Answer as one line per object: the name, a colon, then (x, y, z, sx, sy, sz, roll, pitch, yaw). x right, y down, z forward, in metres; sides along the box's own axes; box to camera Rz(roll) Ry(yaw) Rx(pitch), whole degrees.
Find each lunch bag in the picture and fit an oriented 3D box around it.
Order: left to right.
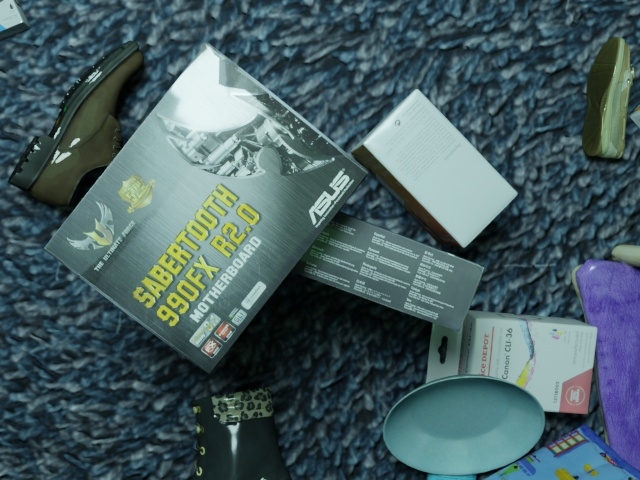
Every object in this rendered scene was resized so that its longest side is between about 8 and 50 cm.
lunch bag: (0.311, 0.426, 0.862, 0.221, 0.138, 0.293, -24, 115, -10)

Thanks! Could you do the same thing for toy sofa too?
toy sofa: (0.453, 0.183, 0.845, 0.177, 0.150, 0.362, -9, 93, -4)

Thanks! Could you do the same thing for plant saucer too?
plant saucer: (0.173, 0.218, 0.825, 0.195, 0.037, 0.195, 0, 128, 0)

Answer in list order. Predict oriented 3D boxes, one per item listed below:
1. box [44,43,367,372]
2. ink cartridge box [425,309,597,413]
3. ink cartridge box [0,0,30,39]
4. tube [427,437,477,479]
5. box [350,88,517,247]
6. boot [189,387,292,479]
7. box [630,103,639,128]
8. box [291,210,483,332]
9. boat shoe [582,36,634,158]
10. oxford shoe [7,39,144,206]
box: (-0.099, -0.028, 0.607, 0.183, 0.056, 0.231, 39, 90, -5)
ink cartridge box: (0.244, 0.155, 0.871, 0.198, 0.067, 0.115, 4, 93, -3)
ink cartridge box: (-0.402, -0.296, 0.831, 0.048, 0.028, 0.083, -24, 93, -2)
tube: (0.171, 0.336, 0.888, 0.080, 0.052, 0.207, 8, 87, -11)
box: (0.132, -0.084, 0.822, 0.091, 0.130, 0.170, -45, 94, -1)
boot: (-0.150, 0.291, 0.838, 0.237, 0.085, 0.178, -12, 76, 0)
box: (0.518, -0.125, 0.851, 0.103, 0.114, 0.203, -42, 93, -1)
box: (0.000, 0.000, 0.763, 0.308, 0.242, 0.076, 20, 92, -3)
boat shoe: (0.380, -0.184, 0.872, 0.048, 0.056, 0.153, 5, 94, -13)
oxford shoe: (-0.279, -0.143, 0.831, 0.096, 0.083, 0.227, 35, 89, -27)
